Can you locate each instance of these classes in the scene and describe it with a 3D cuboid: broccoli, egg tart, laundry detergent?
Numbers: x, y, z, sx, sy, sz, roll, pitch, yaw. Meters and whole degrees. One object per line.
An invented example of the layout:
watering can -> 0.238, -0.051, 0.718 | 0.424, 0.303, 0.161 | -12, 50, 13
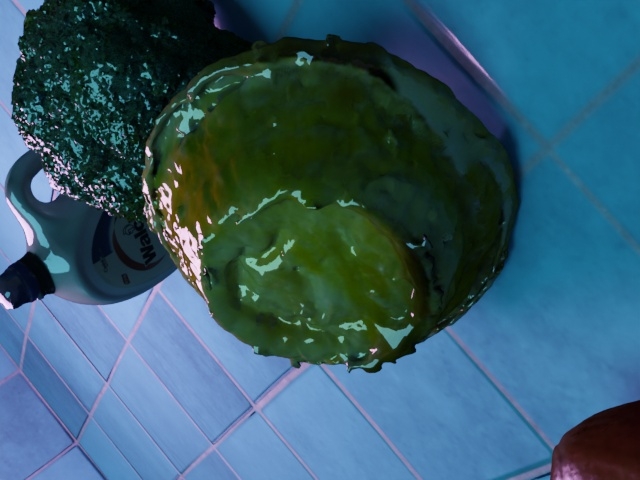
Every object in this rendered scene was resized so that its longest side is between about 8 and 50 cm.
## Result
broccoli -> -0.173, -0.144, 0.819 | 0.270, 0.270, 0.270 | 48, 178, 8
egg tart -> 0.000, 0.000, 0.682 | 0.345, 0.132, 0.345 | 6, 131, 7
laundry detergent -> -0.270, -0.025, 0.954 | 0.105, 0.280, 0.215 | 8, 124, 47

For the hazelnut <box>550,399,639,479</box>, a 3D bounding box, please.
hazelnut -> 0.277, 0.204, 0.605 | 0.208, 0.208, 0.208 | 30, 138, 30
